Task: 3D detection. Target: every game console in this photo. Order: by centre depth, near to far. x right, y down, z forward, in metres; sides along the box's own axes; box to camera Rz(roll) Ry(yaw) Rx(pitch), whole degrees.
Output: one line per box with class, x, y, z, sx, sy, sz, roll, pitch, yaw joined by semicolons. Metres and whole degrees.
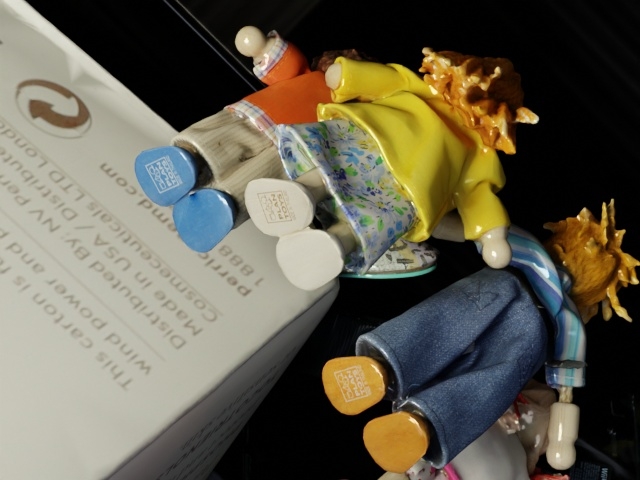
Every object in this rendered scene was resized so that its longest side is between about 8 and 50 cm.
game console;0.051;0.196;1.018;0.213;0.044;0.361;14;123;17

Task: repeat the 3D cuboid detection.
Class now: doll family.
doll family;0.058;0.012;0.820;0.118;0.163;0.263;-22;99;46

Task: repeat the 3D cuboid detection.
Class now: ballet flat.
ballet flat;0.000;0.000;0.921;0.114;0.041;0.041;-4;118;26

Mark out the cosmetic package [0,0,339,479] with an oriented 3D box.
cosmetic package;-0.269;0.100;0.906;0.329;0.327;0.393;41;129;7
